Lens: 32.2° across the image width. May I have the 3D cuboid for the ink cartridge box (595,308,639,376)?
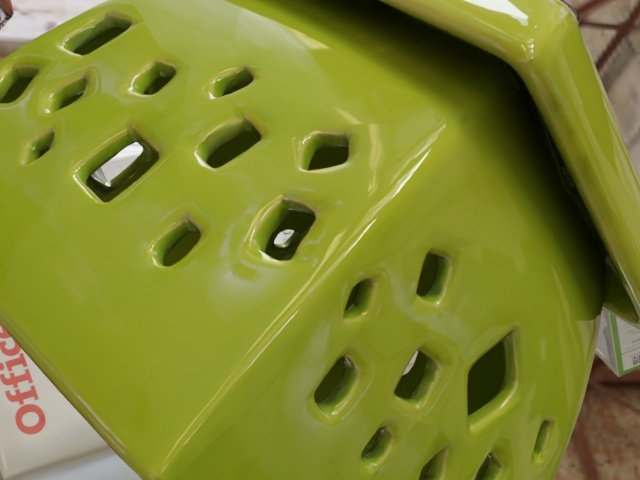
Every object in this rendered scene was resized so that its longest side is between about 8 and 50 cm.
[{"bbox_3d":[0.319,0.036,1.235,0.109,0.062,0.209,-121,-169,-60],"label":"ink cartridge box"}]

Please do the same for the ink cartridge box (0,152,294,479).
[{"bbox_3d":[-0.119,0.055,0.787,0.211,0.289,0.121,63,-28,23],"label":"ink cartridge box"}]

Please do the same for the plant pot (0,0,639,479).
[{"bbox_3d":[0.000,0.000,0.457,0.227,0.207,0.228,36,-8,41],"label":"plant pot"}]

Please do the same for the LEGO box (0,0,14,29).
[{"bbox_3d":[-0.456,-0.242,0.560,0.193,0.500,0.373,-112,-167,-70],"label":"LEGO box"}]
